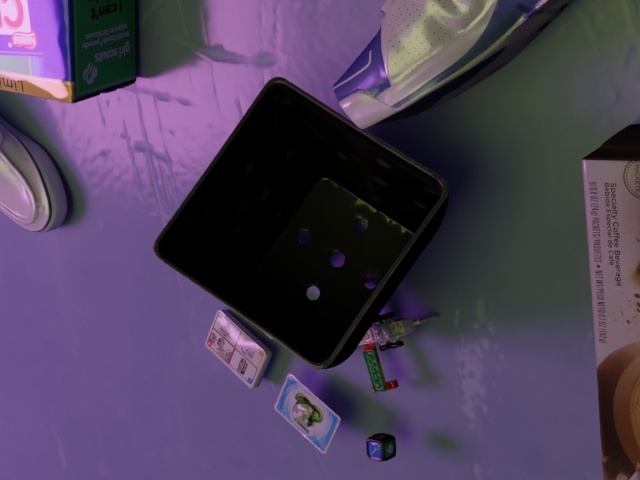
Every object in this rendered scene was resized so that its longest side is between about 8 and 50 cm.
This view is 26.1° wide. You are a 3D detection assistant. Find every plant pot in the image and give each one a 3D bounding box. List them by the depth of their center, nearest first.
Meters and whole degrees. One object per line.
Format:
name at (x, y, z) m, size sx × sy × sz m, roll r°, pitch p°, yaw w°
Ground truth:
plant pot at (0.000, 0.000, 1.219) m, size 0.188 × 0.167 × 0.187 m, roll 34°, pitch 87°, yaw 19°

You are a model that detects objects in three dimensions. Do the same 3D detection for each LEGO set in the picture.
LEGO set at (0.005, 0.102, 1.360) m, size 0.244 × 0.060 × 0.182 m, roll 39°, pitch 124°, yaw 28°

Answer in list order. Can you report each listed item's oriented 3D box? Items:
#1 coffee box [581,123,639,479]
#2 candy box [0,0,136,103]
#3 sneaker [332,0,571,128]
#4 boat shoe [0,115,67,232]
coffee box at (0.314, 0.062, 1.100) m, size 0.168 × 0.119 × 0.297 m, roll 4°, pitch 109°, yaw 32°
candy box at (-0.318, -0.314, 1.356) m, size 0.268 × 0.122 × 0.317 m, roll 12°, pitch 113°, yaw 28°
sneaker at (0.121, -0.245, 1.121) m, size 0.315 × 0.127 × 0.182 m, roll -39°, pitch 81°, yaw 28°
boat shoe at (-0.382, -0.101, 1.491) m, size 0.258 × 0.084 × 0.095 m, roll 45°, pitch 123°, yaw 11°
